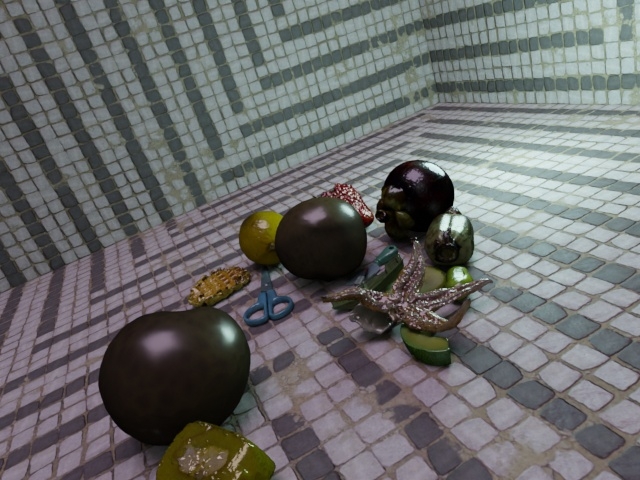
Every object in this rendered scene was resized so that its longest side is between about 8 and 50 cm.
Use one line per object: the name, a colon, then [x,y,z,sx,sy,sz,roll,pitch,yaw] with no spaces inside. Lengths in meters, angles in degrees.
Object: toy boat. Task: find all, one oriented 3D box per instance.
toy boat: [0.167,0.154,1.620,0.293,0.055,0.093,-37,16,8]

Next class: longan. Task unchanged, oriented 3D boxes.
longan: [-0.395,0.358,1.311,0.405,0.336,0.404,-2,59,4]
longan: [0.000,0.000,1.844,0.361,0.360,0.361,-16,24,7]

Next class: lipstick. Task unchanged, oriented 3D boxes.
lipstick: [0.157,0.135,1.762,0.025,0.025,0.107,-3,34,33]

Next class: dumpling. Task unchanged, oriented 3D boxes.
dumpling: [0.183,0.233,1.460,0.188,0.108,0.127,-13,44,-17]

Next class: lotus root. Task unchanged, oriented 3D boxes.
lotus root: [0.471,-0.016,1.716,0.173,0.173,0.309,-7,27,26]

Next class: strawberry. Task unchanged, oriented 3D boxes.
strawberry: [0.093,-0.133,2.214,0.261,0.257,0.261,-32,-3,-2]

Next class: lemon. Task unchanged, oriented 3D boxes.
lemon: [-0.240,-0.011,2.119,0.268,0.267,0.267,-16,24,7]

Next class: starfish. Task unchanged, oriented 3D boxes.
starfish: [0.268,0.145,1.385,0.398,0.132,0.384,18,47,43]

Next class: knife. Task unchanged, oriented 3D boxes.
knife: [0.203,0.104,1.817,0.260,0.034,0.063,-38,40,-24]

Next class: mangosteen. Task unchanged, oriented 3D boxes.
mangosteen: [0.386,-0.165,1.932,0.330,0.329,0.330,-16,24,7]

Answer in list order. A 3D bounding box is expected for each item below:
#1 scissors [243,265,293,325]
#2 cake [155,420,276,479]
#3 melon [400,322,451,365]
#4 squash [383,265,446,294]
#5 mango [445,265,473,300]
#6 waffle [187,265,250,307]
scissors: [-0.215,0.199,1.912,0.193,0.029,0.447,-19,24,-1]
cake: [-0.235,0.526,1.065,0.261,0.156,0.179,-4,43,42]
melon: [0.289,0.276,1.328,0.118,0.064,0.209,-16,21,8]
squash: [0.318,0.146,1.612,0.219,0.041,0.219,-16,24,7]
mango: [0.441,0.134,1.511,0.091,0.074,0.165,-8,19,25]
waffle: [-0.438,0.191,2.059,0.262,0.060,0.280,-11,25,19]
